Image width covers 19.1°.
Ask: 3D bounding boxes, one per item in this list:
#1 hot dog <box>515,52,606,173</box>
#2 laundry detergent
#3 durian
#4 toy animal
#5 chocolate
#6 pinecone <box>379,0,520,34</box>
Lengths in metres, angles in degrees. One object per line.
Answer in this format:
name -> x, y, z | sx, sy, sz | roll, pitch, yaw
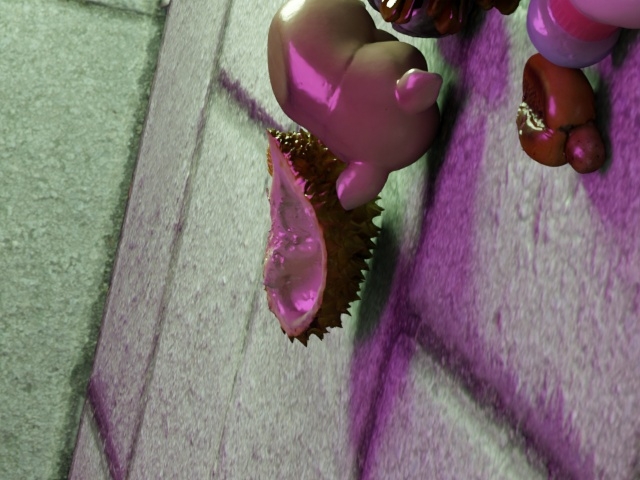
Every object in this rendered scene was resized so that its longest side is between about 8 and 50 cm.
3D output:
hot dog -> 0.204, -0.106, 1.606 | 0.140, 0.060, 0.089 | -101, 21, -70
laundry detergent -> 0.252, -0.241, 1.447 | 0.335, 0.088, 0.159 | 127, 154, -61
durian -> 0.005, -0.004, 2.139 | 0.183, 0.138, 0.249 | 33, 124, 40
toy animal -> 0.032, -0.170, 2.032 | 0.250, 0.154, 0.166 | 48, 136, 39
chocolate -> 0.100, -0.275, 2.016 | 0.248, 0.110, 0.110 | -121, 43, -68
pinecone -> 0.108, -0.302, 1.731 | 0.264, 0.264, 0.264 | -170, 90, -75
